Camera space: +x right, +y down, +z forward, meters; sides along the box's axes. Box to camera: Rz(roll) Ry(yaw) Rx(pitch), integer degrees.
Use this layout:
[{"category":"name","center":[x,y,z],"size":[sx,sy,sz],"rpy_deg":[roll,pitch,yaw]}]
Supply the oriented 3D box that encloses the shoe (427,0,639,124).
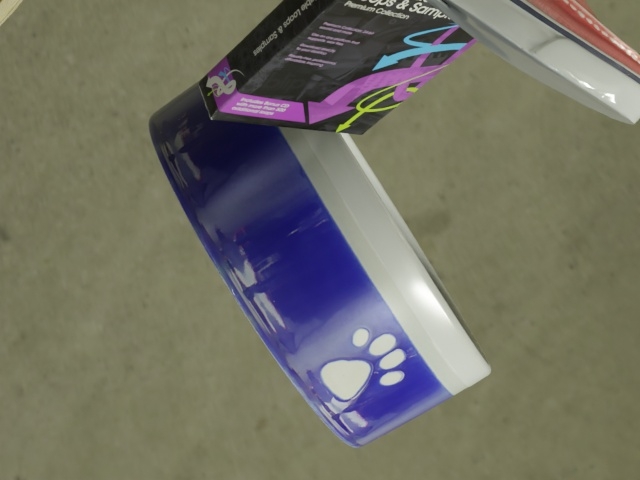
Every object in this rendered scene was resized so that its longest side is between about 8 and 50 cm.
[{"category":"shoe","center":[0.077,-0.126,0.620],"size":[0.178,0.063,0.081],"rpy_deg":[35,92,-2]}]

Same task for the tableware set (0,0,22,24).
[{"category":"tableware set","center":[-0.110,-0.129,0.494],"size":[0.039,0.194,0.128],"rpy_deg":[32,115,-27]}]

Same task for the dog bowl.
[{"category":"dog bowl","center":[0.000,0.000,0.998],"size":[0.104,0.265,0.265],"rpy_deg":[-32,128,4]}]

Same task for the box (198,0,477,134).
[{"category":"box","center":[0.029,-0.110,0.791],"size":[0.116,0.029,0.162],"rpy_deg":[2,149,-43]}]
